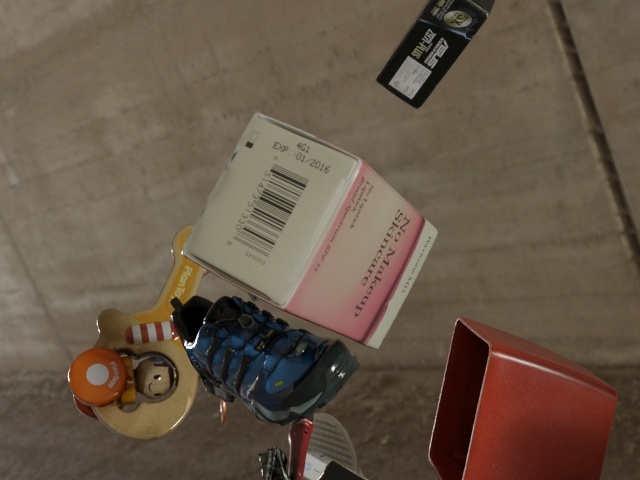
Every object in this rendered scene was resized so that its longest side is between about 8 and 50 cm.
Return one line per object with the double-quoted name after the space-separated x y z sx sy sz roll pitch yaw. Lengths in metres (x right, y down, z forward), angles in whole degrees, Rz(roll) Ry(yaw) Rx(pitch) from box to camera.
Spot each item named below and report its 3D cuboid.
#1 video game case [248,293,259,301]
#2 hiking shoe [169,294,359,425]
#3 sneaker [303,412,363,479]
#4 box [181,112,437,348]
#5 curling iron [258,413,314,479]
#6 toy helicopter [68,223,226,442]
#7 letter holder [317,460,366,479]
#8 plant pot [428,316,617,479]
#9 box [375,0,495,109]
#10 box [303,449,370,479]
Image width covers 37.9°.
-0.076 0.002 1.152 0.011 0.087 0.122 -3 -46 -43 "video game case"
-0.082 0.130 1.088 0.304 0.132 0.113 -6 36 53 "hiking shoe"
0.034 0.492 1.789 0.126 0.321 0.127 -17 -14 4 "sneaker"
0.000 0.000 0.901 0.126 0.149 0.232 26 -2 28 "box"
-0.030 0.243 1.217 0.035 0.068 0.274 -21 16 17 "curling iron"
-0.221 0.139 1.434 0.140 0.235 0.355 116 174 -66 "toy helicopter"
0.081 0.454 1.147 0.214 0.301 0.152 -63 -4 38 "letter holder"
0.340 0.299 1.564 0.235 0.267 0.267 11 4 -4 "plant pot"
0.171 -0.299 1.325 0.180 0.077 0.147 -53 6 38 "box"
0.056 0.400 1.505 0.038 0.186 0.145 -62 -12 -7 "box"
